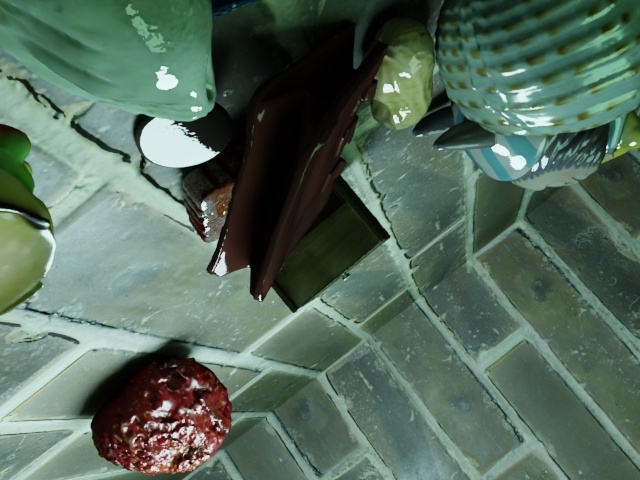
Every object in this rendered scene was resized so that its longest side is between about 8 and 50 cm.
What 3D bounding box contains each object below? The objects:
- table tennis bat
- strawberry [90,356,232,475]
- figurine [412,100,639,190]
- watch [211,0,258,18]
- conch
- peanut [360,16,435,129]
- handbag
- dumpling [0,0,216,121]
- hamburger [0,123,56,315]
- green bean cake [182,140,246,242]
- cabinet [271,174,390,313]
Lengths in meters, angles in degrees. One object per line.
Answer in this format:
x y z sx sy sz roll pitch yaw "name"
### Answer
-0.135 -0.089 0.699 0.107 0.119 0.170 -17 153 -6 "table tennis bat"
-0.298 0.354 1.337 0.274 0.220 0.274 -37 165 -12 "strawberry"
0.360 -0.209 1.110 0.378 0.266 0.361 -28 161 -25 "figurine"
-0.078 -0.274 0.486 0.274 0.068 0.276 -26 160 -18 "watch"
0.258 -0.240 0.816 0.319 0.303 0.215 33 90 -39 "conch"
0.106 -0.214 0.909 0.098 0.090 0.214 -48 162 -7 "peanut"
-0.020 -0.092 0.782 0.275 0.084 0.260 -58 171 -49 "handbag"
-0.140 -0.160 0.436 0.108 0.153 0.219 -57 153 -24 "dumpling"
-0.318 -0.022 0.502 0.237 0.149 0.237 -25 158 -10 "hamburger"
-0.116 -0.069 0.902 0.135 0.056 0.135 -34 161 -20 "green bean cake"
0.000 0.000 1.065 0.175 0.148 0.215 -40 175 7 "cabinet"
